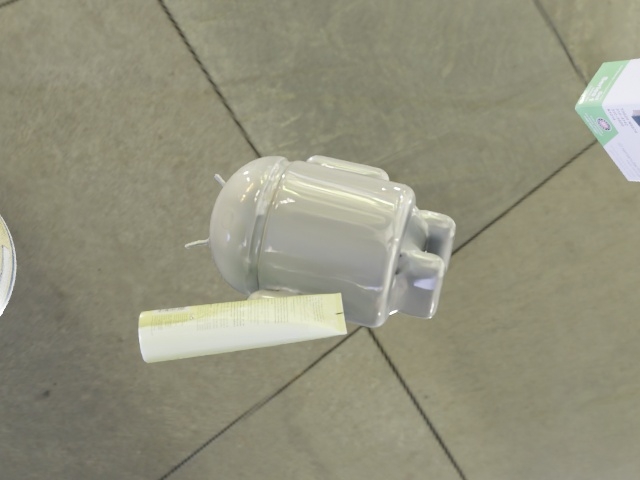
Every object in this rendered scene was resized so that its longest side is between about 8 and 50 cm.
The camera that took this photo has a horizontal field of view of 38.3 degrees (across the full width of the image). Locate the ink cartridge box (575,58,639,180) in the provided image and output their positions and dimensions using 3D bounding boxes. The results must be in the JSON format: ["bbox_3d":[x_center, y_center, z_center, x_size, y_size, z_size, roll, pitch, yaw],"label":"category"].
[{"bbox_3d":[0.475,-0.158,1.211,0.160,0.219,0.092,45,73,-25],"label":"ink cartridge box"}]

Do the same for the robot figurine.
[{"bbox_3d":[0.000,0.000,1.260,0.353,0.200,0.300,14,48,10],"label":"robot figurine"}]

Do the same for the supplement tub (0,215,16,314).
[{"bbox_3d":[-0.465,0.015,0.982,0.228,0.316,0.228,1,82,-9],"label":"supplement tub"}]

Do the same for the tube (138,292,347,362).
[{"bbox_3d":[-0.091,0.101,1.086,0.240,0.062,0.070,-8,68,-1],"label":"tube"}]
